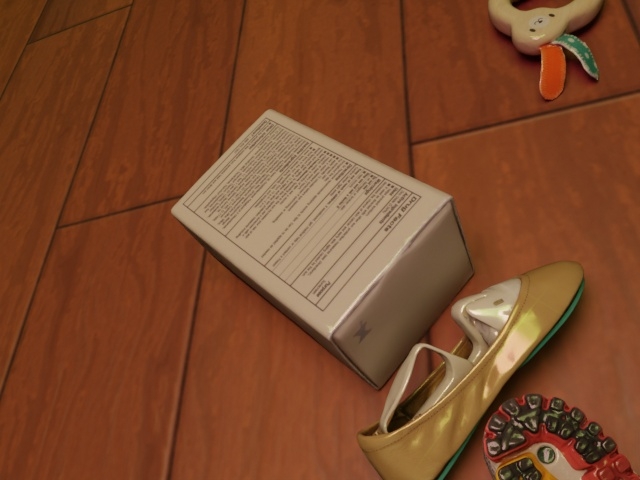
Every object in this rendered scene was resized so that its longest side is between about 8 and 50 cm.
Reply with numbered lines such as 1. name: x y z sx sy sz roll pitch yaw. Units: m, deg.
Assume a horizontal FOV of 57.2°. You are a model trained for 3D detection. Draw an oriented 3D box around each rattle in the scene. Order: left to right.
1. rattle: 0.241 -0.269 0.614 0.130 0.143 0.200 9 55 9

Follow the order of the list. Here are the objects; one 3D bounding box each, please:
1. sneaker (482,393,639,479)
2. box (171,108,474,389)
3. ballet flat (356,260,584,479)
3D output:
1. sneaker: 0.197 0.189 0.362 0.088 0.093 0.225 -40 67 -11
2. box: 0.000 0.000 0.548 0.232 0.127 0.148 34 76 37
3. ballet flat: 0.117 0.089 0.456 0.073 0.080 0.232 40 79 -1
